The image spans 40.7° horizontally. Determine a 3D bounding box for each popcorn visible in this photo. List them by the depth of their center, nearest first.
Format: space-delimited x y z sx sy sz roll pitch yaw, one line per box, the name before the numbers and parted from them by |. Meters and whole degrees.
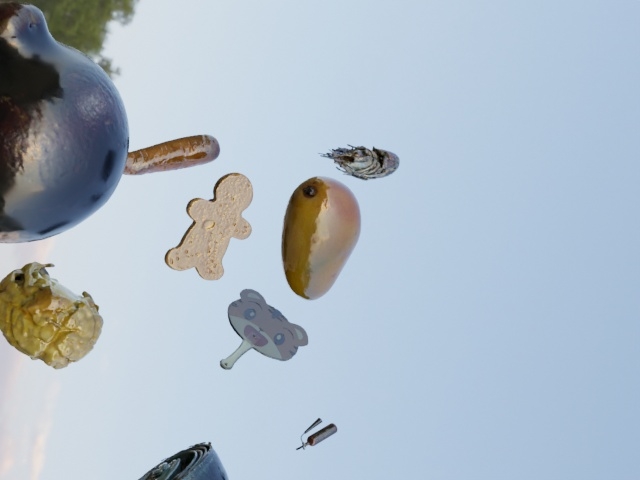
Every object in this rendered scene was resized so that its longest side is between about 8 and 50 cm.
popcorn | -0.574 0.165 1.829 0.190 0.250 0.250 -43 -156 -14

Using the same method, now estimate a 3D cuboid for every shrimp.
shrimp | 0.084 -0.175 1.935 0.079 0.233 0.090 -41 -124 41

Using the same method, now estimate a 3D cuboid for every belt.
belt | -0.273 0.479 1.628 0.207 0.116 0.267 -26 -176 21

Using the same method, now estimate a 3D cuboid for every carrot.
carrot | -0.285 -0.143 1.496 0.059 0.248 0.059 29 -54 49

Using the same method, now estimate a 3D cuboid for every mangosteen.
mangosteen | -0.391 -0.153 1.120 0.297 0.297 0.313 -125 -133 -56

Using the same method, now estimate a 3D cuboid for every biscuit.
biscuit | -0.311 -0.047 2.556 0.047 0.216 0.339 32 -81 59

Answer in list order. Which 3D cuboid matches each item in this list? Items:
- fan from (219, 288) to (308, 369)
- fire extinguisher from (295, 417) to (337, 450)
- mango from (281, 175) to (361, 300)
fan | -0.111 0.165 1.460 0.008 0.152 0.227 -52 176 30
fire extinguisher | -0.011 0.422 1.890 0.032 0.100 0.046 2 -69 55
mango | 0.000 0.000 1.407 0.113 0.138 0.253 35 -41 28
